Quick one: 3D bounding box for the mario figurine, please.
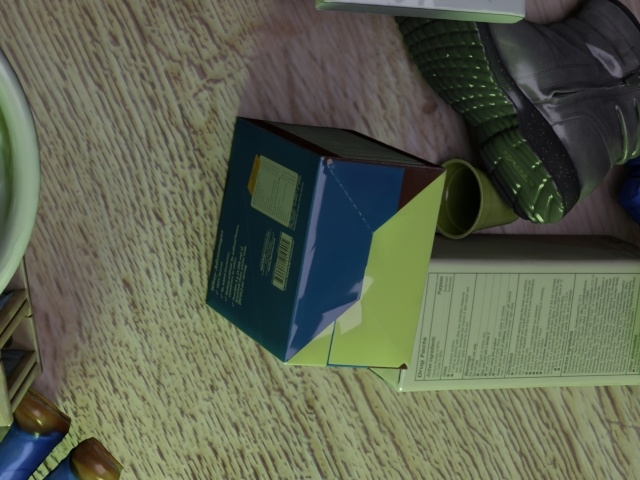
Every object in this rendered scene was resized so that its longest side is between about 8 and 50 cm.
[{"bbox_3d":[-0.331,0.294,1.676,0.320,0.198,0.170,-52,131,-9],"label":"mario figurine"}]

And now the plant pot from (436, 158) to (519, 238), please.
[{"bbox_3d":[0.170,-0.043,1.886,0.079,0.083,0.083,-1,105,-37],"label":"plant pot"}]

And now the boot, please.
[{"bbox_3d":[0.223,-0.204,1.853,0.223,0.118,0.338,-37,107,-30],"label":"boot"}]

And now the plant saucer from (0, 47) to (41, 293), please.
[{"bbox_3d":[-0.434,-0.072,1.489,0.400,0.100,0.400,-4,117,-8],"label":"plant saucer"}]

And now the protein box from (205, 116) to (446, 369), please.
[{"bbox_3d":[0.000,0.000,1.740,0.136,0.201,0.200,5,102,-26],"label":"protein box"}]

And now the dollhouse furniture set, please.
[{"bbox_3d":[-0.368,0.092,1.658,0.183,0.129,0.129,-4,107,7],"label":"dollhouse furniture set"}]

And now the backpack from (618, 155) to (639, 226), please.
[{"bbox_3d":[0.380,-0.068,1.966,0.101,0.098,0.120,45,82,1],"label":"backpack"}]

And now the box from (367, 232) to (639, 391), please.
[{"bbox_3d":[0.199,0.073,1.900,0.311,0.121,0.148,2,104,-26],"label":"box"}]

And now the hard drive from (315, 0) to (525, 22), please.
[{"bbox_3d":[0.096,-0.367,1.710,0.203,0.040,0.307,2,84,-16],"label":"hard drive"}]
